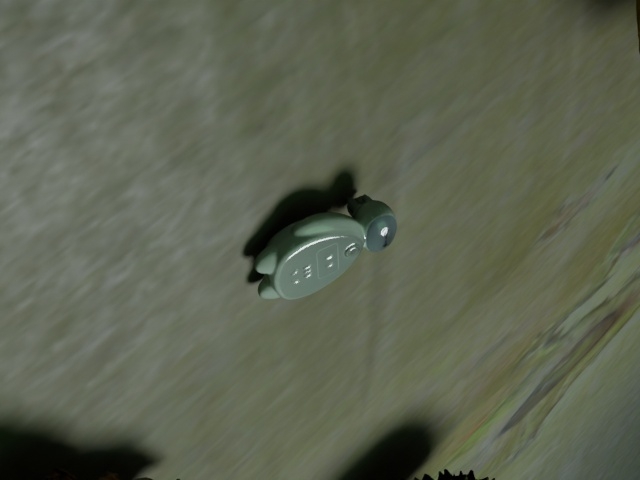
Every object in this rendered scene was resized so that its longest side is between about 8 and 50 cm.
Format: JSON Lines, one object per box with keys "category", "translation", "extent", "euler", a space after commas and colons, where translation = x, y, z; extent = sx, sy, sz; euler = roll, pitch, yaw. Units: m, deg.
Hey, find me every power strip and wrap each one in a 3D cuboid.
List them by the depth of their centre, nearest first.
{"category": "power strip", "translation": [0.000, 0.000, 0.518], "extent": [0.083, 0.035, 0.055], "euler": [-25, 142, -17]}

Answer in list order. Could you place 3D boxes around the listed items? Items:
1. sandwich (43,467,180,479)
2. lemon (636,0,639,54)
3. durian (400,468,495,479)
{"category": "sandwich", "translation": [-0.140, 0.180, 0.477], "extent": [0.159, 0.079, 0.235], "euler": [-62, 153, -3]}
{"category": "lemon", "translation": [0.327, -0.157, 0.508], "extent": [0.336, 0.336, 0.336], "euler": [-34, 145, -28]}
{"category": "durian", "translation": [0.074, 0.265, 0.766], "extent": [0.193, 0.137, 0.237], "euler": [-21, -178, 23]}
